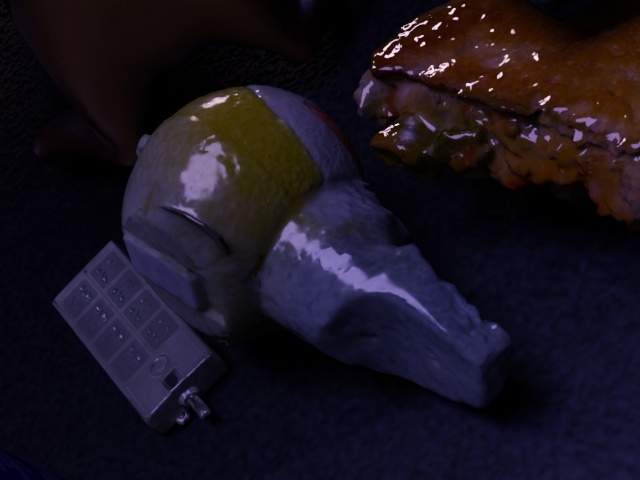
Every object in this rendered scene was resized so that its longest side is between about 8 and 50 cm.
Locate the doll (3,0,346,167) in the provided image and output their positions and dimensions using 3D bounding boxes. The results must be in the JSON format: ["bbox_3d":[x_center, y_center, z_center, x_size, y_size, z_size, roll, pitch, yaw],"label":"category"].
[{"bbox_3d":[-0.157,-0.187,0.939,0.318,0.209,0.339,-14,46,-15],"label":"doll"}]

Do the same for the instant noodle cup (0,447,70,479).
[{"bbox_3d":[-0.200,0.163,0.611,0.284,0.312,0.284,-19,49,24],"label":"instant noodle cup"}]

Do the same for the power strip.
[{"bbox_3d":[-0.089,0.049,0.821,0.051,0.019,0.136,-44,44,-2],"label":"power strip"}]

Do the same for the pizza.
[{"bbox_3d":[0.125,-0.061,0.719,0.226,0.069,0.147,20,51,39],"label":"pizza"}]

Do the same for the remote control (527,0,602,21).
[{"bbox_3d":[0.084,-0.158,0.791,0.063,0.025,0.245,-27,29,-3],"label":"remote control"}]

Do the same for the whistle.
[{"bbox_3d":[0.000,0.000,0.738,0.223,0.123,0.123,30,79,30],"label":"whistle"}]
